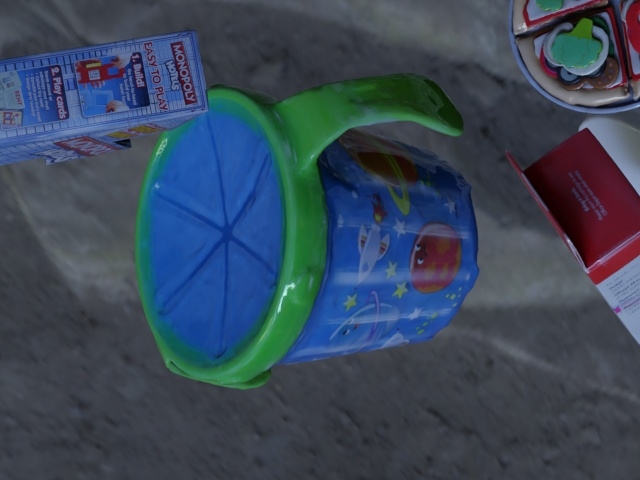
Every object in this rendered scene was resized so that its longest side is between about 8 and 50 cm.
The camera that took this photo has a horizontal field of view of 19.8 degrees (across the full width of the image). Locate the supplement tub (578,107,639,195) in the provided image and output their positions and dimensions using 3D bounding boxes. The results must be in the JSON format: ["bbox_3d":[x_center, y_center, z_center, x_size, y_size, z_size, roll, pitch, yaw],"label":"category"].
[{"bbox_3d":[0.412,-0.168,1.906,0.191,0.191,0.272,30,71,27],"label":"supplement tub"}]

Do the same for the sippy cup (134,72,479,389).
[{"bbox_3d":[0.000,0.000,1.502,0.305,0.224,0.240,-8,80,53],"label":"sippy cup"}]

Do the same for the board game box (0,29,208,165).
[{"bbox_3d":[-0.166,-0.092,1.267,0.194,0.194,0.060,-10,86,6],"label":"board game box"}]

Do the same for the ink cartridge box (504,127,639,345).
[{"bbox_3d":[0.260,-0.004,1.635,0.078,0.231,0.134,-35,49,7],"label":"ink cartridge box"}]

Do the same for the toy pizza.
[{"bbox_3d":[0.249,-0.206,1.560,0.201,0.032,0.201,-9,71,28],"label":"toy pizza"}]
